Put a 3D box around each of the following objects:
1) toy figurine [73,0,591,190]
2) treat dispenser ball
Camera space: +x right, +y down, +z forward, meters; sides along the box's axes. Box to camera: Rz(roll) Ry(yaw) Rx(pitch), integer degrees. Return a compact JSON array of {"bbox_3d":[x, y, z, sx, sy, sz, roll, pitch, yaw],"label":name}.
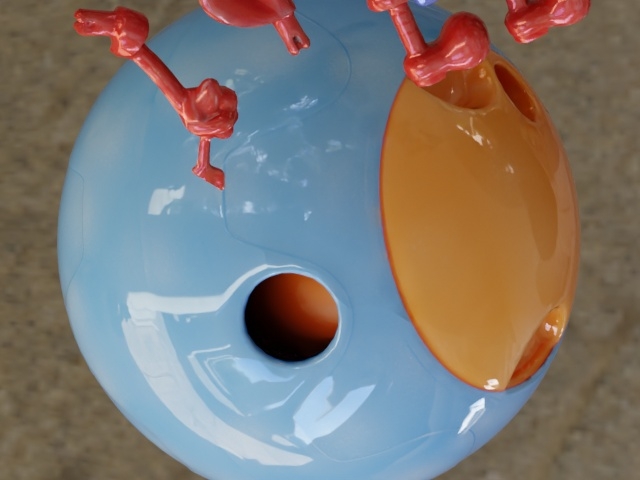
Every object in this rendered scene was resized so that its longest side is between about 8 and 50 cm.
[{"bbox_3d":[0.085,-0.141,0.748,0.362,0.217,0.191,-27,113,-7],"label":"toy figurine"},{"bbox_3d":[0.000,0.000,1.096,0.288,0.288,0.288,-1,91,-38],"label":"treat dispenser ball"}]
